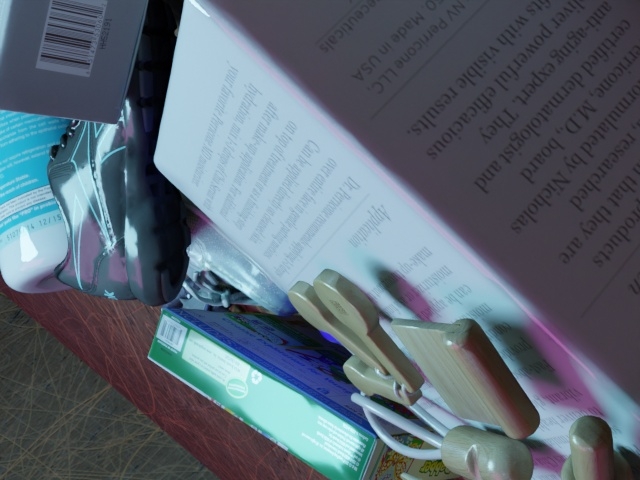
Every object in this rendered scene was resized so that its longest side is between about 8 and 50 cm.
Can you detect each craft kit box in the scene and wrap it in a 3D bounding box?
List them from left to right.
[{"bbox_3d":[0.018,0.133,0.971,0.250,0.061,0.246,26,-166,37],"label":"craft kit box"}]

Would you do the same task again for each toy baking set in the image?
[{"bbox_3d":[0.075,0.097,0.546,0.197,0.030,0.256,32,158,39],"label":"toy baking set"}]

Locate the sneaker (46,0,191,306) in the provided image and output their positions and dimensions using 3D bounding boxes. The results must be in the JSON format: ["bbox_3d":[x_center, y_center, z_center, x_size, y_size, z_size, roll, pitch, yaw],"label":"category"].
[{"bbox_3d":[-0.166,-0.079,0.856,0.106,0.267,0.101,2,-172,13],"label":"sneaker"}]

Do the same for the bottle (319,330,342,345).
[{"bbox_3d":[0.000,0.000,0.881,0.283,0.092,0.118,54,162,-27],"label":"bottle"}]

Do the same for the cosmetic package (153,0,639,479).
[{"bbox_3d":[0.135,0.028,0.562,0.453,0.161,0.230,44,161,1],"label":"cosmetic package"}]

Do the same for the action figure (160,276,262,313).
[{"bbox_3d":[-0.075,0.135,1.316,0.285,0.099,0.185,19,144,45],"label":"action figure"}]

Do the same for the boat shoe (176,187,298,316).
[{"bbox_3d":[-0.116,0.006,1.061,0.320,0.103,0.118,30,-177,42],"label":"boat shoe"}]

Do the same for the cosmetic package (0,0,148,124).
[{"bbox_3d":[-0.224,-0.182,0.808,0.107,0.127,0.238,5,-158,-34],"label":"cosmetic package"}]

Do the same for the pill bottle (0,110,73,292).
[{"bbox_3d":[-0.245,-0.095,0.998,0.146,0.146,0.264,135,120,-71],"label":"pill bottle"}]
